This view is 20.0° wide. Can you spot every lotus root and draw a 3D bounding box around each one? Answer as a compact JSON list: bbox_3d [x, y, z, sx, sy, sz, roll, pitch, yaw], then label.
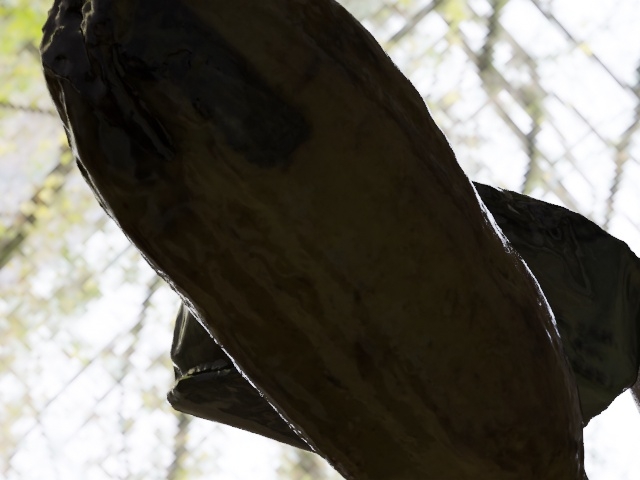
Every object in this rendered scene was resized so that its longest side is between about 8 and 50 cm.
[{"bbox_3d":[0.000,0.000,0.625,0.110,0.258,0.097,-29,-165,27],"label":"lotus root"}]

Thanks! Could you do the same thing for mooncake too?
[{"bbox_3d":[0.047,0.050,1.114,0.250,0.254,0.136,136,-28,-58],"label":"mooncake"}]

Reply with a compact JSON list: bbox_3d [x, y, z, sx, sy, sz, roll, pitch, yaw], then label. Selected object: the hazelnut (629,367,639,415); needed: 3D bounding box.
[{"bbox_3d":[0.302,0.091,1.216,0.214,0.214,0.176,-23,-125,59],"label":"hazelnut"}]
